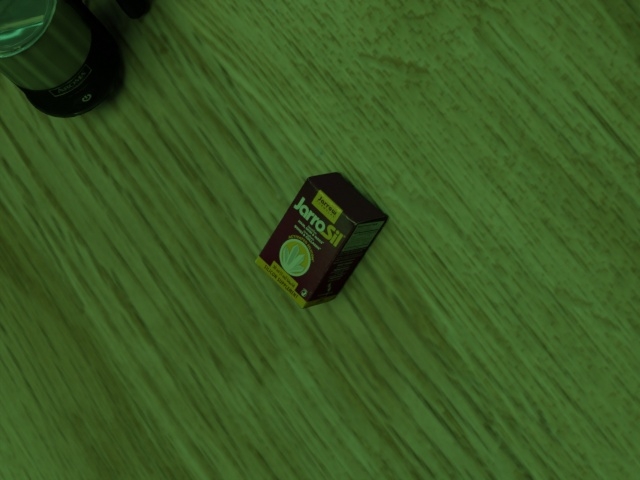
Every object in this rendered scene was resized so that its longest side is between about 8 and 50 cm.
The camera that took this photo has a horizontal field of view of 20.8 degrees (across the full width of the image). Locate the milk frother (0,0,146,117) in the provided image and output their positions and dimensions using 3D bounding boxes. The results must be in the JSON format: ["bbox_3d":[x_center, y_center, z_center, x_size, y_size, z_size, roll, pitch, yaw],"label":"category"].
[{"bbox_3d":[-0.221,-0.187,1.324,0.143,0.135,0.129,37,85,20],"label":"milk frother"}]

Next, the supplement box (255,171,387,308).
[{"bbox_3d":[0.000,0.000,1.265,0.055,0.043,0.083,43,118,22],"label":"supplement box"}]
